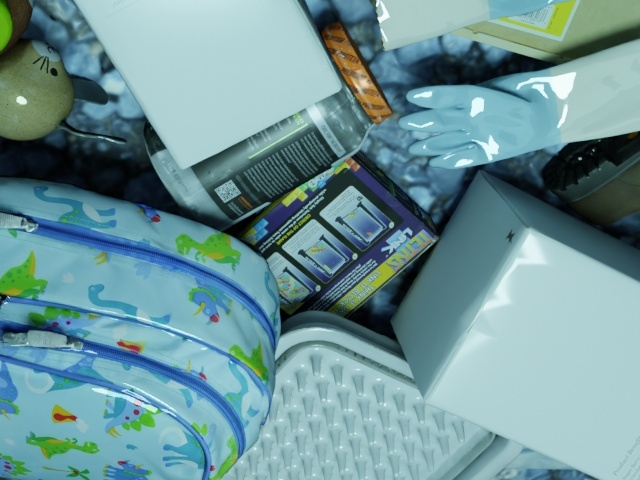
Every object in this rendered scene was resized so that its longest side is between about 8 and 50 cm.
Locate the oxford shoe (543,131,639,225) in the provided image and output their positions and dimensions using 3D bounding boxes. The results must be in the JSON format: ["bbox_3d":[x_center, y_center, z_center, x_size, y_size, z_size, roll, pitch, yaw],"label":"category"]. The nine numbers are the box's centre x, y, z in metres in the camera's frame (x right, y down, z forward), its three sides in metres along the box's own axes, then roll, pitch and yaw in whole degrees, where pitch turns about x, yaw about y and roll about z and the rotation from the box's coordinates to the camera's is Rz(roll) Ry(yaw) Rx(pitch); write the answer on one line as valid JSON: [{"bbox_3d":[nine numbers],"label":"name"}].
[{"bbox_3d":[0.321,-0.083,1.136,0.227,0.083,0.096,-29,120,36],"label":"oxford shoe"}]

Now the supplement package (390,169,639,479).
[{"bbox_3d":[0.240,0.092,1.136,0.293,0.175,0.177,26,105,-15],"label":"supplement package"}]

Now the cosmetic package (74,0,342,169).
[{"bbox_3d":[-0.106,-0.212,0.921,0.138,0.224,0.225,-28,120,6],"label":"cosmetic package"}]

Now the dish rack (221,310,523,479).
[{"bbox_3d":[0.005,0.207,1.243,0.285,0.072,0.333,27,124,-22],"label":"dish rack"}]

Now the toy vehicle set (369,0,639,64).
[{"bbox_3d":[0.192,-0.239,1.067,0.267,0.035,0.166,13,117,-17],"label":"toy vehicle set"}]

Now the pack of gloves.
[{"bbox_3d":[0.164,-0.170,1.068,0.232,0.046,0.195,-12,109,-4],"label":"pack of gloves"}]

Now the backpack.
[{"bbox_3d":[-0.209,0.079,1.039,0.355,0.273,0.290,1,142,-15],"label":"backpack"}]

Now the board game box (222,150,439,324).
[{"bbox_3d":[0.000,0.000,1.168,0.170,0.048,0.141,-41,121,14],"label":"board game box"}]

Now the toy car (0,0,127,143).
[{"bbox_3d":[-0.234,-0.138,0.994,0.188,0.155,0.149,27,113,-33],"label":"toy car"}]

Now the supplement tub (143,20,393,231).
[{"bbox_3d":[-0.042,-0.097,1.063,0.190,0.117,0.117,-29,121,8],"label":"supplement tub"}]

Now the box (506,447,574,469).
[{"bbox_3d":[0.239,0.162,1.298,0.233,0.044,0.159,3,122,-9],"label":"box"}]
